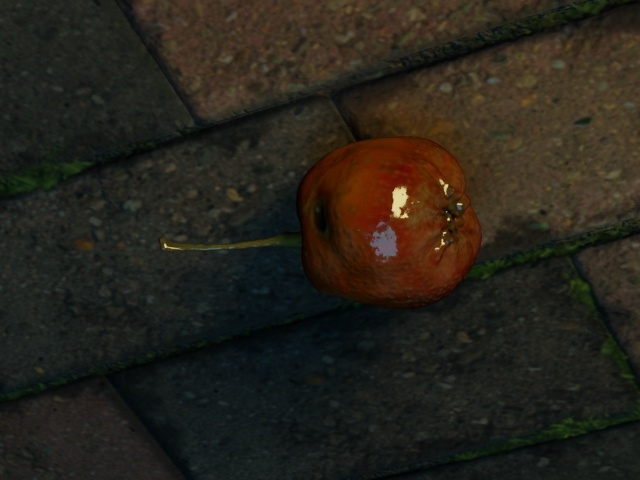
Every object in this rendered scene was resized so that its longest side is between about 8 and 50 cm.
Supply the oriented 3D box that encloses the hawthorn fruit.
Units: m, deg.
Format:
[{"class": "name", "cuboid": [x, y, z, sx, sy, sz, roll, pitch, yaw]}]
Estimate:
[{"class": "hawthorn fruit", "cuboid": [0.000, 0.000, 1.712, 0.285, 0.165, 0.165, -14, 131, 25]}]
